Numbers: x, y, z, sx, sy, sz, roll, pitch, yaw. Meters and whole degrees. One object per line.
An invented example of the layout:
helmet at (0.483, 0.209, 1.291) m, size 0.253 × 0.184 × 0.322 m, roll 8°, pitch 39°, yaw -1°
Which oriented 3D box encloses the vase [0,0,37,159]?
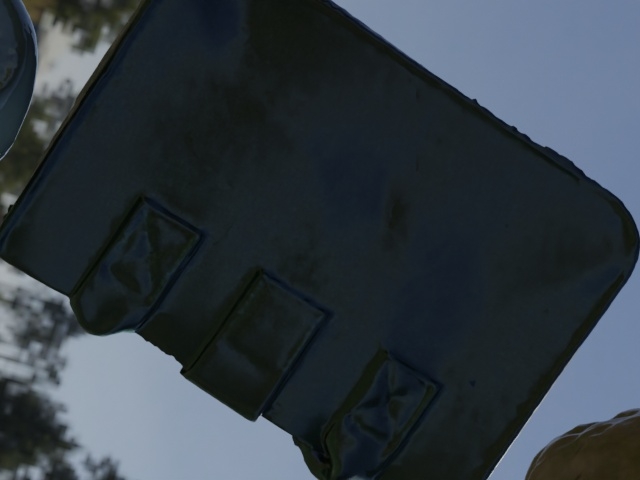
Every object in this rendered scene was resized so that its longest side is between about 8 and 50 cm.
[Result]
vase at (-0.243, -0.063, 0.863) m, size 0.248 × 0.128 × 0.128 m, roll -33°, pitch -141°, yaw 54°

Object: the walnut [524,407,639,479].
walnut at (0.293, 0.262, 1.388) m, size 0.248 × 0.248 × 0.248 m, roll -163°, pitch -90°, yaw -78°

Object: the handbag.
handbag at (0.001, -0.001, 0.933) m, size 0.238 × 0.326 × 0.089 m, roll -55°, pitch -170°, yaw 5°
